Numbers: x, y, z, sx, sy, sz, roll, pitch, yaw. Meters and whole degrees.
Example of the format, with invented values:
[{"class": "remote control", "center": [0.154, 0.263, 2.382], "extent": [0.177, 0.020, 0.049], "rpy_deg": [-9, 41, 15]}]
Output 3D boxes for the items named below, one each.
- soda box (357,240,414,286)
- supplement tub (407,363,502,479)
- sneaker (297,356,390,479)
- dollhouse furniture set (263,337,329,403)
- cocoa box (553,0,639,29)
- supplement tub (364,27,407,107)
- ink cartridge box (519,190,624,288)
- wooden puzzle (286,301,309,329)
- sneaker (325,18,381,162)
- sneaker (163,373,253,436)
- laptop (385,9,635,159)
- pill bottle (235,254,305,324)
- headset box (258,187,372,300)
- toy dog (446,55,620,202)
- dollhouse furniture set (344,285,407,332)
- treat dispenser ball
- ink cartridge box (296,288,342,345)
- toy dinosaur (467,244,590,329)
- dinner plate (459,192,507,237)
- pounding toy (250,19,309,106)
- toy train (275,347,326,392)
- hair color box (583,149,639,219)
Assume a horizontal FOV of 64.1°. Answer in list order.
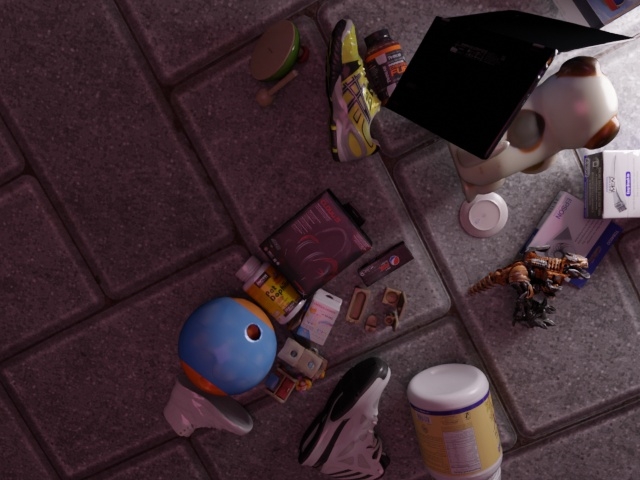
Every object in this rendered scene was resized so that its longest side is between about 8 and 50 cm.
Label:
[{"class": "soda box", "center": [0.197, 0.071, 1.554], "extent": [0.168, 0.053, 0.060], "rpy_deg": [-33, 96, 10]}, {"class": "supplement tub", "center": [0.406, 0.566, 1.529], "extent": [0.240, 0.241, 0.332], "rpy_deg": [-13, 99, 7]}, {"class": "sneaker", "center": [0.143, 0.580, 1.615], "extent": [0.257, 0.169, 0.448], "rpy_deg": [30, 109, -10]}, {"class": "dollhouse furniture set", "center": [-0.081, 0.413, 1.559], "extent": [0.128, 0.129, 0.184], "rpy_deg": [30, 82, 16]}, {"class": "cocoa box", "center": [0.696, -0.732, 1.256], "extent": [0.231, 0.228, 0.347], "rpy_deg": [-37, 95, -10]}, {"class": "supplement tub", "center": [0.188, -0.483, 1.431], "extent": [0.105, 0.106, 0.198], "rpy_deg": [-21, 98, 8]}, {"class": "ink cartridge box", "center": [0.742, 0.004, 1.502], "extent": [0.223, 0.045, 0.223], "rpy_deg": [29, 101, -1]}, {"class": "wooden puzzle", "center": [-0.067, 0.237, 1.586], "extent": [0.014, 0.116, 0.079], "rpy_deg": [28, 57, -14]}, {"class": "sneaker", "center": [0.092, -0.419, 1.447], "extent": [0.147, 0.145, 0.385], "rpy_deg": [-4, 110, -2]}, {"class": "sneaker", "center": [-0.372, 0.583, 1.671], "extent": [0.292, 0.108, 0.169], "rpy_deg": [30, 103, 9]}, {"class": "laptop", "center": [0.443, -0.411, 1.267], "extent": [0.236, 0.382, 0.408], "rpy_deg": [19, 108, -40]}, {"class": "pill bottle", "center": [-0.155, 0.147, 1.563], "extent": [0.215, 0.117, 0.117], "rpy_deg": [43, 100, -4]}, {"class": "headset box", "center": [0.000, 0.000, 1.529], "extent": [0.293, 0.110, 0.218], "rpy_deg": [-38, 94, 10]}, {"class": "toy dog", "center": [0.525, -0.305, 1.304], "extent": [0.407, 0.395, 0.285], "rpy_deg": [-20, 86, 14]}, {"class": "dollhouse furniture set", "center": [0.164, 0.213, 1.546], "extent": [0.151, 0.123, 0.144], "rpy_deg": [17, 101, 2]}, {"class": "treat dispenser ball", "center": [-0.273, 0.311, 1.515], "extent": [0.287, 0.288, 0.289], "rpy_deg": [1, 100, 5]}, {"class": "ink cartridge box", "center": [-0.001, 0.231, 1.580], "extent": [0.092, 0.090, 0.143], "rpy_deg": [25, 101, 0]}, {"class": "toy dinosaur", "center": [0.607, 0.127, 1.492], "extent": [0.321, 0.164, 0.219], "rpy_deg": [-8, 100, 49]}, {"class": "dinner plate", "center": [0.488, -0.077, 1.524], "extent": [0.141, 0.017, 0.141], "rpy_deg": [1, 101, 6]}, {"class": "pounding toy", "center": [-0.100, -0.492, 1.446], "extent": [0.182, 0.110, 0.237], "rpy_deg": [-23, 59, 37]}, {"class": "toy train", "center": [-0.063, 0.424, 1.641], "extent": [0.166, 0.046, 0.125], "rpy_deg": [-34, 96, 10]}, {"class": "hair color box", "center": [0.916, -0.154, 1.409], "extent": [0.338, 0.110, 0.185], "rpy_deg": [-1, 93, -2]}]
